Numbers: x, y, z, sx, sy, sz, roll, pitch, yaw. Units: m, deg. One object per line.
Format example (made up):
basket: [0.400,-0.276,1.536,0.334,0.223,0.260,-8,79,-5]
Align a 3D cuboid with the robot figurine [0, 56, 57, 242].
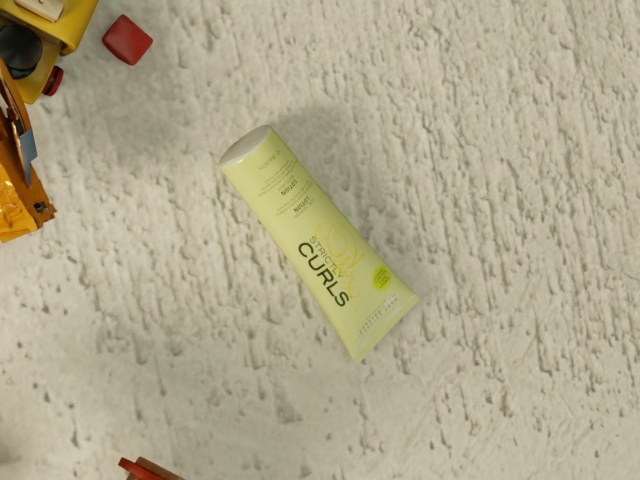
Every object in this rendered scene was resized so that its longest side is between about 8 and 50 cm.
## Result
robot figurine: [-0.337,-0.118,0.954,0.211,0.085,0.291,-21,102,13]

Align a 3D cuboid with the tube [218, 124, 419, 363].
tube: [0.000,0.000,1.144,0.070,0.062,0.240,-28,113,22]

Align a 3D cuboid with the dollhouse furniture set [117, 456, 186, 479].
dollhouse furniture set: [-0.244,0.197,0.941,0.259,0.262,0.135,34,76,-39]

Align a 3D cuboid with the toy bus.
toy bus: [-0.238,-0.196,1.006,0.191,0.104,0.202,-24,101,-20]
